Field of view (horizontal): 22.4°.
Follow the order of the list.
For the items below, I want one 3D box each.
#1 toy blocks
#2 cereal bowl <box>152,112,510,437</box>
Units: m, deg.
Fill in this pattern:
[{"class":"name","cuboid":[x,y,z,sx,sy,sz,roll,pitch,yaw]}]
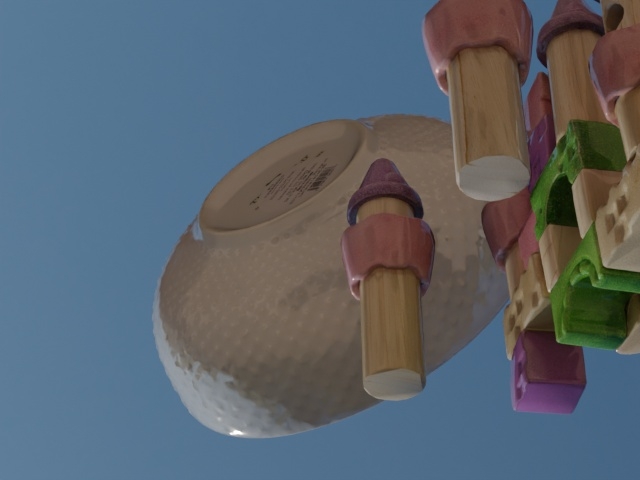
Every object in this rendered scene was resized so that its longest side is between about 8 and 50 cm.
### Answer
[{"class":"toy blocks","cuboid":[0.186,-0.056,1.068,0.309,0.288,0.260,7,-128,-11]},{"class":"cereal bowl","cuboid":[0.000,0.000,1.344,0.339,0.141,0.339,-25,-156,12]}]
